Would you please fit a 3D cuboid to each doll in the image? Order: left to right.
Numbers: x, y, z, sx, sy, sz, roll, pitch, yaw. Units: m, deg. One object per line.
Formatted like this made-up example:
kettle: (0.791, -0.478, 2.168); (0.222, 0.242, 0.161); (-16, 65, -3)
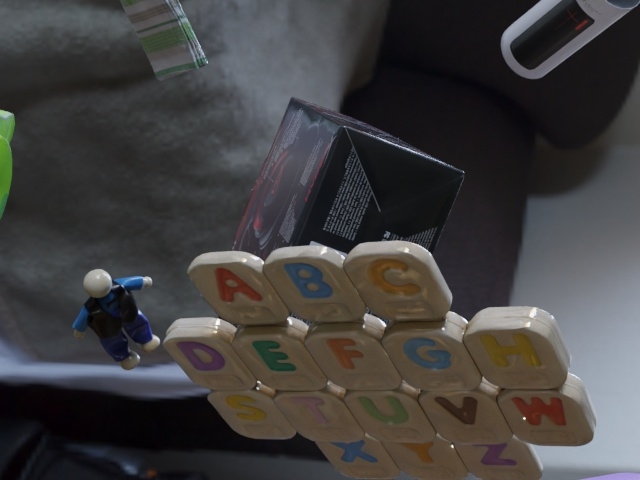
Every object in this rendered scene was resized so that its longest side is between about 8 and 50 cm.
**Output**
doll: (-0.276, 0.097, 1.650); (0.129, 0.046, 0.189); (-41, 145, -15)

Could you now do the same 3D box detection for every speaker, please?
speaker: (0.213, -0.191, 1.039); (0.136, 0.055, 0.055); (-36, -138, 59)

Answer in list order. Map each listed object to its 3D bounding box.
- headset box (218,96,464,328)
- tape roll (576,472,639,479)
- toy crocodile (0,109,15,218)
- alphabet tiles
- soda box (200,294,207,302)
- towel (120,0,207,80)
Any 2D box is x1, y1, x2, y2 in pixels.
headset box: (0.000, 0.000, 1.065); (0.293, 0.110, 0.218); (-134, -115, -75)
tape roll: (0.289, 0.369, 1.181); (0.090, 0.275, 0.275); (-1, 92, -36)
toy crocodile: (-0.243, -0.044, 0.608); (0.340, 0.115, 0.105); (-50, 155, -73)
alphabet tiles: (0.038, 0.098, 0.840); (0.278, 0.284, 0.021); (59, 37, -42)
soda box: (0.007, 0.113, 1.388); (0.286, 0.091, 0.098); (43, 35, -5)
towel: (-0.237, -0.312, 1.784); (0.023, 0.113, 0.152); (-43, 114, -42)
